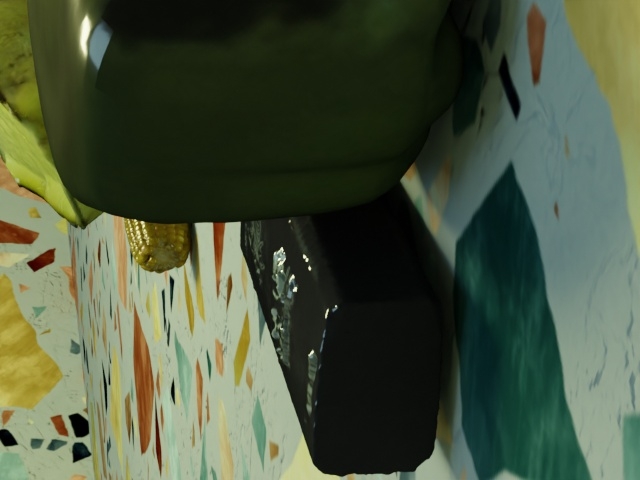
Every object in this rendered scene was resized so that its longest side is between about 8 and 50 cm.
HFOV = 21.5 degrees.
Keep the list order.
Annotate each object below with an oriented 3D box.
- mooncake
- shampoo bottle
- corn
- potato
[{"bbox_3d":[-0.042,-0.182,0.789,0.351,0.187,0.351,174,90,-76],"label":"mooncake"},{"bbox_3d":[0.000,0.001,0.911,0.309,0.071,0.098,-111,19,-62],"label":"shampoo bottle"},{"bbox_3d":[-0.171,-0.049,1.714,0.207,0.068,0.068,-107,19,-45],"label":"corn"},{"bbox_3d":[-0.297,-0.180,2.048,0.280,0.213,0.330,42,162,38],"label":"potato"}]
